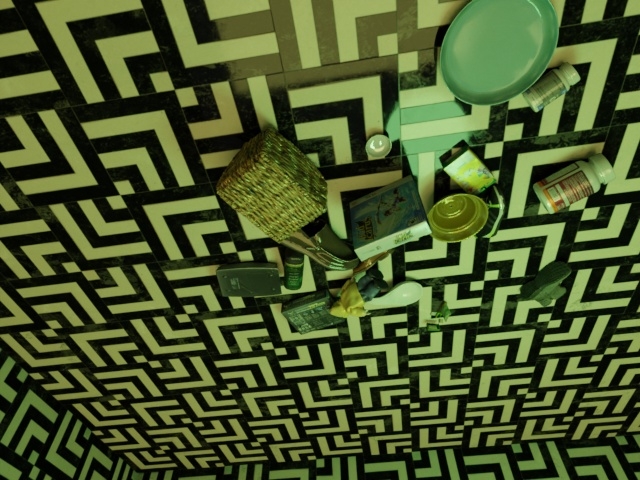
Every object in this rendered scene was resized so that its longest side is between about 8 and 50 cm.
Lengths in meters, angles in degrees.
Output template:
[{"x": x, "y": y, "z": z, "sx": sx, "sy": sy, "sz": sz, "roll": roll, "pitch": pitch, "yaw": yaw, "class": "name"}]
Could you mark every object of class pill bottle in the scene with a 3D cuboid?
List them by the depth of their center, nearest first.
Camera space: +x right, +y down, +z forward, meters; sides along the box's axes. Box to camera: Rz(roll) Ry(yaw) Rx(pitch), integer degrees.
[{"x": 0.672, "y": -0.448, "z": 1.241, "sx": 0.137, "sy": 0.078, "sz": 0.078, "roll": -35, "pitch": 122, "yaw": 27, "class": "pill bottle"}, {"x": 0.854, "y": -0.193, "z": 1.435, "sx": 0.221, "sy": 0.121, "sz": 0.121, "roll": -30, "pitch": 125, "yaw": 23, "class": "pill bottle"}]

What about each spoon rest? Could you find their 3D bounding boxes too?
[{"x": 0.301, "y": 0.231, "z": 1.816, "sx": 0.276, "sy": 0.084, "sz": 0.137, "roll": -3, "pitch": 131, "yaw": 3, "class": "spoon rest"}]

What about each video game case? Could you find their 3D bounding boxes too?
[{"x": 0.223, "y": -0.081, "z": 1.424, "sx": 0.244, "sy": 0.269, "sz": 0.061, "roll": -25, "pitch": 126, "yaw": 19, "class": "video game case"}]

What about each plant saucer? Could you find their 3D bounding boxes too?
[{"x": 0.490, "y": -0.537, "z": 1.186, "sx": 0.318, "sy": 0.043, "sz": 0.317, "roll": 0, "pitch": 130, "yaw": 0, "class": "plant saucer"}]

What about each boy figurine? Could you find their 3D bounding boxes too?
[{"x": 0.150, "y": 0.242, "z": 1.757, "sx": 0.092, "sy": 0.177, "sz": 0.285, "roll": 9, "pitch": 134, "yaw": -44, "class": "boy figurine"}]

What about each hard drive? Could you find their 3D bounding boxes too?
[{"x": -0.293, "y": 0.162, "z": 1.767, "sx": 0.255, "sy": 0.054, "sz": 0.172, "roll": -2, "pitch": 131, "yaw": 1, "class": "hard drive"}]

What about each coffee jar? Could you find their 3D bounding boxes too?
[{"x": -0.106, "y": 0.106, "z": 1.694, "sx": 0.079, "sy": 0.096, "sz": 0.184, "roll": 4, "pitch": 131, "yaw": -2, "class": "coffee jar"}]

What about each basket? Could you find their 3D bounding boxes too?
[{"x": -0.149, "y": -0.183, "z": 1.370, "sx": 0.223, "sy": 0.213, "sz": 0.299, "roll": -33, "pitch": 124, "yaw": 28, "class": "basket"}]

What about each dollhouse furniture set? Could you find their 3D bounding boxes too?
[{"x": 0.531, "y": 0.346, "z": 1.923, "sx": 0.059, "sy": 0.076, "sz": 0.151, "roll": 5, "pitch": 131, "yaw": -6, "class": "dollhouse furniture set"}]

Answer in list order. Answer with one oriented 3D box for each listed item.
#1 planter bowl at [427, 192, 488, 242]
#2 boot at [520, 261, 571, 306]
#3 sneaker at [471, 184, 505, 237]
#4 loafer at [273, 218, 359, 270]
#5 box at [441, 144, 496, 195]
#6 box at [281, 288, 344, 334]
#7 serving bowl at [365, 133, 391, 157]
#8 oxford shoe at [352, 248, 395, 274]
[{"x": 0.479, "y": -0.102, "z": 1.527, "sx": 0.217, "sy": 0.090, "sz": 0.217, "roll": 0, "pitch": 130, "yaw": 0, "class": "planter bowl"}, {"x": 0.988, "y": 0.186, "z": 1.802, "sx": 0.161, "sy": 0.083, "sz": 0.246, "roll": 16, "pitch": 135, "yaw": -23, "class": "boot"}, {"x": 0.601, "y": -0.092, "z": 1.542, "sx": 0.097, "sy": 0.084, "sz": 0.234, "roll": -4, "pitch": 131, "yaw": 4, "class": "sneaker"}, {"x": 0.000, "y": 0.000, "z": 1.579, "sx": 0.366, "sy": 0.133, "sz": 0.130, "roll": 22, "pitch": 127, "yaw": -19, "class": "loafer"}, {"x": 0.510, "y": -0.231, "z": 1.449, "sx": 0.179, "sy": 0.043, "sz": 0.105, "roll": 38, "pitch": 120, "yaw": -25, "class": "box"}, {"x": -0.033, "y": 0.324, "z": 1.906, "sx": 0.233, "sy": 0.059, "sz": 0.183, "roll": -22, "pitch": 128, "yaw": 18, "class": "box"}, {"x": 0.188, "y": -0.312, "z": 1.384, "sx": 0.083, "sy": 0.027, "sz": 0.083, "roll": 0, "pitch": 131, "yaw": 0, "class": "serving bowl"}, {"x": 0.197, "y": 0.065, "z": 1.696, "sx": 0.212, "sy": 0.076, "sz": 0.076, "roll": -40, "pitch": 90, "yaw": 32, "class": "oxford shoe"}]
